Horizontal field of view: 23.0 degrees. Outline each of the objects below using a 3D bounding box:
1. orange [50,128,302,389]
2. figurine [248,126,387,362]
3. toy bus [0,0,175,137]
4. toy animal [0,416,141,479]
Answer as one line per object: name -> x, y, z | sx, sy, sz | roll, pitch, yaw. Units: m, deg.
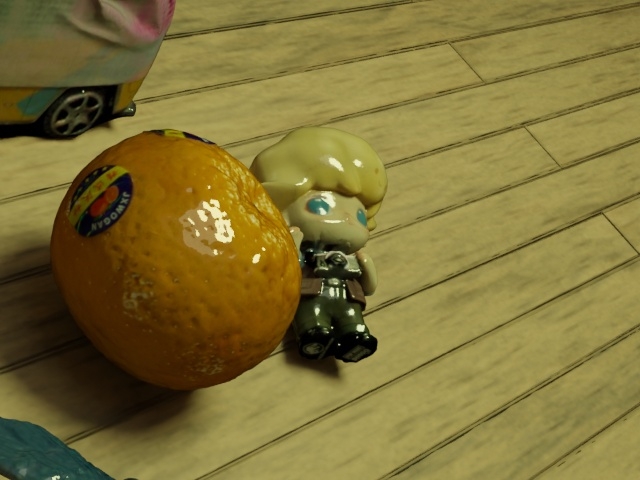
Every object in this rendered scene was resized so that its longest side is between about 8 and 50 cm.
orange -> -0.097, 0.014, 1.054 | 0.177, 0.155, 0.177 | 44, 4, -4
figurine -> 0.000, 0.000, 1.231 | 0.114, 0.108, 0.196 | 3, 51, -12
toy bus -> -0.266, -0.176, 1.114 | 0.386, 0.162, 0.171 | -7, 54, -49
toy animal -> -0.117, 0.159, 0.866 | 0.255, 0.176, 0.239 | 57, 1, 29
